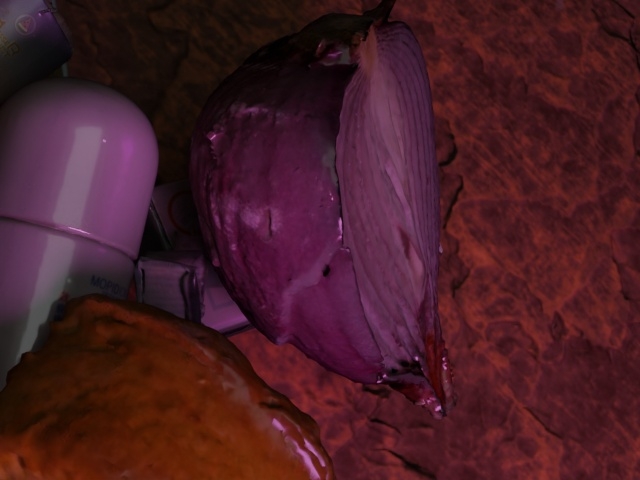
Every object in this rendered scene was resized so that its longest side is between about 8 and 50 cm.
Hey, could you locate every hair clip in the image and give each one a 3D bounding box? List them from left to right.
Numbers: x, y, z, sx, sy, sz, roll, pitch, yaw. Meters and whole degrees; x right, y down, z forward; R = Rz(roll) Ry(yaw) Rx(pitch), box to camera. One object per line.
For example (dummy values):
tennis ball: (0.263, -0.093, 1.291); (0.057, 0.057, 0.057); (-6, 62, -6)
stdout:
hair clip: (-0.125, 0.117, 1.068); (0.071, 0.159, 0.218); (-20, 113, -72)

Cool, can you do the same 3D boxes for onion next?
onion: (0.000, 0.000, 1.080); (0.267, 0.159, 0.348); (-52, 136, -56)

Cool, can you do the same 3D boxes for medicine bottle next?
medicine bottle: (-0.206, 0.048, 0.990); (0.130, 0.130, 0.341); (18, 79, -24)

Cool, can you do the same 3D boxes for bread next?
bread: (-0.085, 0.208, 0.922); (0.194, 0.179, 0.340); (-39, 128, -47)

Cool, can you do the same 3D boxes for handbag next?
handbag: (-0.276, -0.157, 1.091); (0.173, 0.095, 0.117); (-39, 91, -19)

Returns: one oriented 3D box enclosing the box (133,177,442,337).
box: (-0.032, -0.006, 1.197); (0.269, 0.079, 0.135); (-17, 81, -34)

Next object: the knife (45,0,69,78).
knife: (-0.239, -0.126, 1.153); (0.061, 0.027, 0.343); (-6, 71, -15)
